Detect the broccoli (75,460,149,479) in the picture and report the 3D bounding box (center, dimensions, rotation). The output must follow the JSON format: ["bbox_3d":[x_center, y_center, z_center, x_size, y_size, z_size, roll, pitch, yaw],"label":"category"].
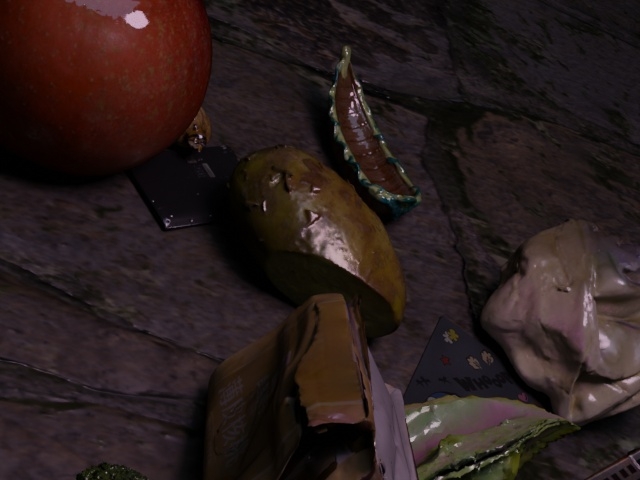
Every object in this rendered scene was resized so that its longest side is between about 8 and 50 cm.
[{"bbox_3d":[-0.179,0.274,0.950,0.137,0.146,0.162,-9,69,-3],"label":"broccoli"}]

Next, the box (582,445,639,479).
[{"bbox_3d":[0.391,0.374,1.330,0.324,0.047,0.180,-13,59,-43],"label":"box"}]

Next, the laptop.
[{"bbox_3d":[-0.164,-0.074,1.414,0.180,0.016,0.129,-11,57,-42],"label":"laptop"}]

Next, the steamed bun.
[{"bbox_3d":[0.393,0.098,1.493,0.268,0.207,0.280,-18,63,-47],"label":"steamed bun"}]

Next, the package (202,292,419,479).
[{"bbox_3d":[-0.012,0.169,1.027,0.221,0.165,0.311,-4,23,-1],"label":"package"}]

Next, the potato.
[{"bbox_3d":[0.000,0.000,1.354,0.298,0.141,0.176,45,53,10],"label":"potato"}]

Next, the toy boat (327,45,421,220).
[{"bbox_3d":[0.064,-0.154,1.607,0.108,0.099,0.293,1,57,-38],"label":"toy boat"}]

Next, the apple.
[{"bbox_3d":[-0.298,-0.252,1.285,0.348,0.277,0.349,19,41,-17],"label":"apple"}]

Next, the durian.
[{"bbox_3d":[0.108,0.249,1.142,0.351,0.169,0.158,-21,74,-33],"label":"durian"}]

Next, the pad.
[{"bbox_3d":[0.192,0.213,1.386,0.170,0.006,0.245,35,38,0],"label":"pad"}]

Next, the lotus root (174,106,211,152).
[{"bbox_3d":[-0.188,-0.167,1.451,0.063,0.072,0.152,-30,51,-2],"label":"lotus root"}]
